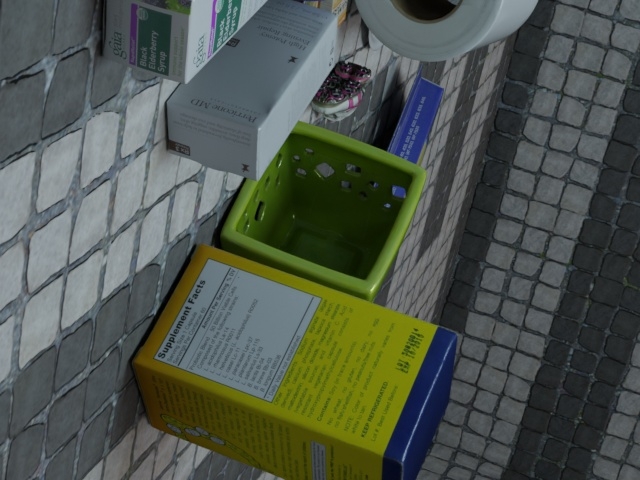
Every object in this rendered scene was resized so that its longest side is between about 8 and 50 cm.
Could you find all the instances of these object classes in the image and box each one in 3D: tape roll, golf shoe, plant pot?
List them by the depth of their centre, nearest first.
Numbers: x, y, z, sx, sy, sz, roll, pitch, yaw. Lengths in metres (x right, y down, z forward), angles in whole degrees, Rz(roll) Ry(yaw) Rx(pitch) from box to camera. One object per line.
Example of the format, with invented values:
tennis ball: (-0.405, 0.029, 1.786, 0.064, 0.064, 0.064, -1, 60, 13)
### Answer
plant pot: (0.000, 0.000, 1.872, 0.207, 0.227, 0.228, 99, 15, -57)
tape roll: (0.189, -0.396, 1.967, 0.169, 0.246, 0.246, -29, 137, -56)
golf shoe: (0.029, -0.211, 2.013, 0.186, 0.068, 0.086, -43, 151, -63)

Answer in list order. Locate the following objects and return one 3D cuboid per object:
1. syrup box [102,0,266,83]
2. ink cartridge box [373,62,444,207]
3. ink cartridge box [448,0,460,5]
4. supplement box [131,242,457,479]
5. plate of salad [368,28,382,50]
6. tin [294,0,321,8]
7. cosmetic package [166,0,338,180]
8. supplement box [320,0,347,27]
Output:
syrup box: (-0.118, -0.256, 1.307, 0.237, 0.096, 0.093, -57, 161, -49)
ink cartridge box: (0.156, -0.141, 2.520, 0.307, 0.072, 0.303, 100, 11, -77)
ink cartridge box: (0.246, -0.473, 2.160, 0.206, 0.045, 0.208, 154, -46, -68)
supplement box: (-0.029, 0.180, 1.689, 0.195, 0.357, 0.194, 88, 25, -57)
plate of salad: (0.125, -0.404, 2.175, 0.200, 0.048, 0.199, 18, 90, -76)
tin: (-0.029, -0.287, 1.686, 0.189, 0.040, 0.106, 103, 13, -69)
cosmetic package: (-0.075, -0.183, 1.535, 0.085, 0.117, 0.231, 94, 19, -45)
supplement box: (0.013, -0.339, 1.840, 0.062, 0.036, 0.098, -56, 160, -46)
